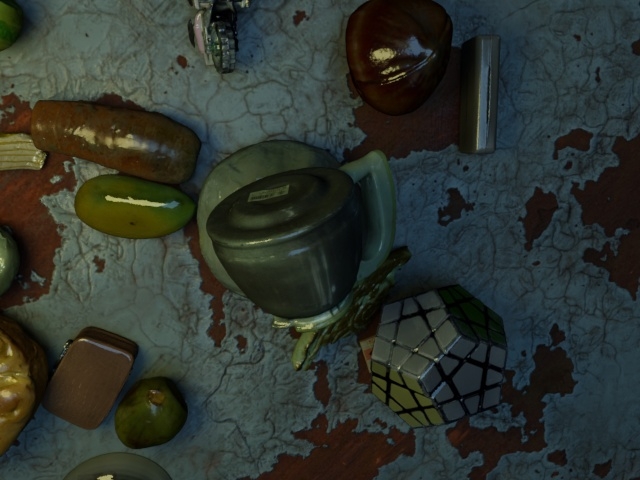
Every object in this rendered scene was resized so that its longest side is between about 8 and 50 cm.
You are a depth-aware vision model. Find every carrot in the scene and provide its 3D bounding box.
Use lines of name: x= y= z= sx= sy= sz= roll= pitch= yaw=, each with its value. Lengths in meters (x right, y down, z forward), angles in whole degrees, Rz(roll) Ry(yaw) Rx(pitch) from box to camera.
carrot: x=-0.383 y=-0.192 z=1.035 sx=0.302 sy=0.139 sz=0.139 roll=7 pitch=99 yaw=-12

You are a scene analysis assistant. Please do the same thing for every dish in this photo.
dish: x=-0.453 y=0.619 z=1.173 sx=0.273 sy=0.134 sz=0.273 roll=-2 pitch=100 yaw=-11

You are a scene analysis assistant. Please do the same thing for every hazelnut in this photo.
hazelnut: x=0.158 y=-0.362 z=1.067 sx=0.229 sy=0.229 sz=0.229 roll=-2 pitch=101 yaw=-11

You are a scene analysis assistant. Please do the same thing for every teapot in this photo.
teapot: x=-0.022 y=0.003 z=0.913 sx=0.239 sy=0.321 sz=0.239 roll=0 pitch=124 yaw=27

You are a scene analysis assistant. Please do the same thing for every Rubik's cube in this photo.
Rubik's cube: x=0.249 y=0.246 z=1.163 sx=0.319 sy=0.319 sz=0.264 roll=-15 pitch=76 yaw=-8

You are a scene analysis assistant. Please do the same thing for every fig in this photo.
fig: x=-0.349 y=0.354 z=1.132 sx=0.154 sy=0.165 sz=0.144 roll=-6 pitch=66 yaw=-38

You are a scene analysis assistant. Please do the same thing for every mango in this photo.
mango: x=-0.363 y=-0.059 z=1.063 sx=0.237 sy=0.091 sz=0.137 roll=13 pitch=137 yaw=-2

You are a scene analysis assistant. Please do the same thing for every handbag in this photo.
handbag: x=-0.487 y=0.285 z=1.135 sx=0.151 sy=0.072 sz=0.193 roll=27 pitch=96 yaw=-15

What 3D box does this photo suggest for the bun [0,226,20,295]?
bun: x=-0.675 y=0.042 z=1.023 sx=0.195 sy=0.118 sz=0.195 roll=3 pitch=76 yaw=-14

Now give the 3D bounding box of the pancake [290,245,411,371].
pancake: x=0.073 y=0.142 z=1.192 sx=0.376 sy=0.054 sz=0.197 roll=-39 pitch=143 yaw=-16

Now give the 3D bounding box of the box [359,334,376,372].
box: x=0.125 y=0.268 z=1.279 sx=0.046 sy=0.012 sz=0.083 roll=-19 pitch=104 yaw=-6

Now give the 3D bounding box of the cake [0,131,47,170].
cake: x=-0.622 y=-0.166 z=1.003 sx=0.185 sy=0.116 sz=0.080 roll=8 pitch=104 yaw=-8

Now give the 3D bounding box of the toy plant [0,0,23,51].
toy plant: x=-0.678 y=-0.324 z=0.936 sx=0.224 sy=0.184 sz=0.316 roll=39 pitch=98 yaw=13

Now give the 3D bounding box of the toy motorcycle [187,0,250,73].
toy motorcycle: x=-0.205 y=-0.486 z=1.008 sx=0.143 sy=0.188 sz=0.327 roll=-13 pitch=118 yaw=-19

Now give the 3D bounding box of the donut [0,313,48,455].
donut: x=-0.684 y=0.283 z=1.032 sx=0.317 sy=0.150 sz=0.299 roll=-13 pitch=99 yaw=4

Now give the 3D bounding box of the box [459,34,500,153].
box: x=0.342 y=-0.310 z=1.166 sx=0.055 sy=0.103 sz=0.244 roll=-3 pitch=101 yaw=-6

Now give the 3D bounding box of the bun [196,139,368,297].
bun: x=-0.069 y=-0.026 z=1.085 sx=0.362 sy=0.211 sz=0.362 roll=-3 pitch=103 yaw=-12
